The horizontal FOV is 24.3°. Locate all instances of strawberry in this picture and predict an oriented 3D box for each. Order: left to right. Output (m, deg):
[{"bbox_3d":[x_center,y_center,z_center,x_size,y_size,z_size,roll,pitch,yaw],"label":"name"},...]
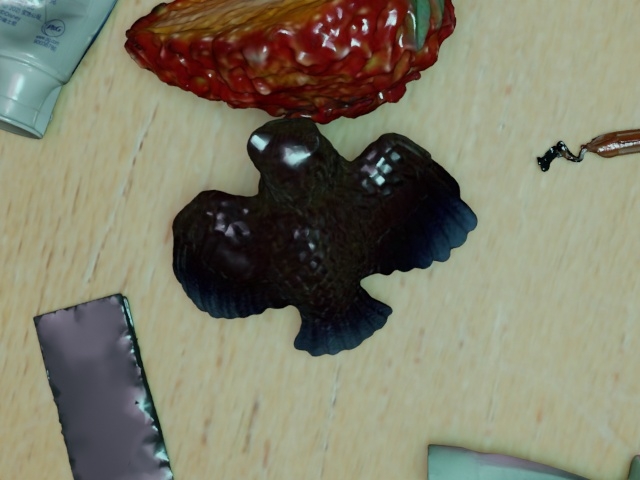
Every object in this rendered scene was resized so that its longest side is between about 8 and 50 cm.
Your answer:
[{"bbox_3d":[-0.016,-0.131,1.029,0.236,0.190,0.111,-9,119,27],"label":"strawberry"}]

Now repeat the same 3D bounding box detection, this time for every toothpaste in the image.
[{"bbox_3d":[-0.182,-0.206,1.079,0.096,0.061,0.266,19,86,4],"label":"toothpaste"}]

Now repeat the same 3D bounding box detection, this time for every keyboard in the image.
[{"bbox_3d":[-0.154,0.142,1.104,0.074,0.015,0.197,-14,91,7],"label":"keyboard"}]

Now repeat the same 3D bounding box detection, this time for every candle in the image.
[{"bbox_3d":[0.238,-0.073,1.069,0.167,0.021,0.026,-8,120,3],"label":"candle"}]

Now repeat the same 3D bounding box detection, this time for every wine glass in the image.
[{"bbox_3d":[0.152,0.181,1.062,0.155,0.073,0.073,0,92,0],"label":"wine glass"}]

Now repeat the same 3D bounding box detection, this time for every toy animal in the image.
[{"bbox_3d":[-0.002,-0.005,1.010,0.218,0.179,0.116,-13,66,3],"label":"toy animal"}]
